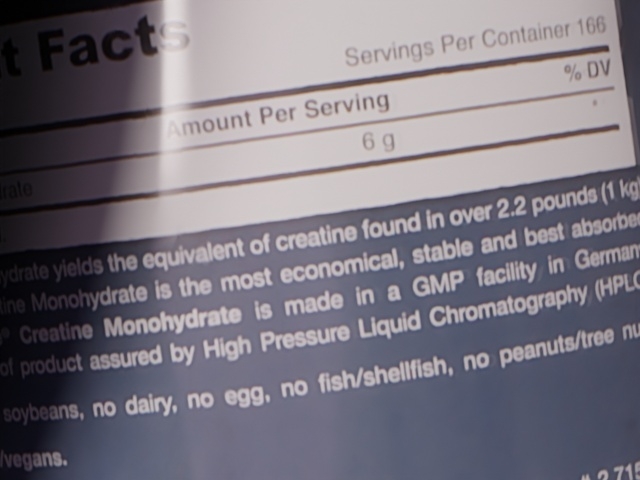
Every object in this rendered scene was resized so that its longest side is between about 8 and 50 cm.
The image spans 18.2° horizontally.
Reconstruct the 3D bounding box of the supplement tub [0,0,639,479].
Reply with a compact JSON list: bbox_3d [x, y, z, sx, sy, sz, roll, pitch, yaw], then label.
[{"bbox_3d":[0.000,0.000,0.413,0.191,0.191,0.272,-6,93,20],"label":"supplement tub"}]
